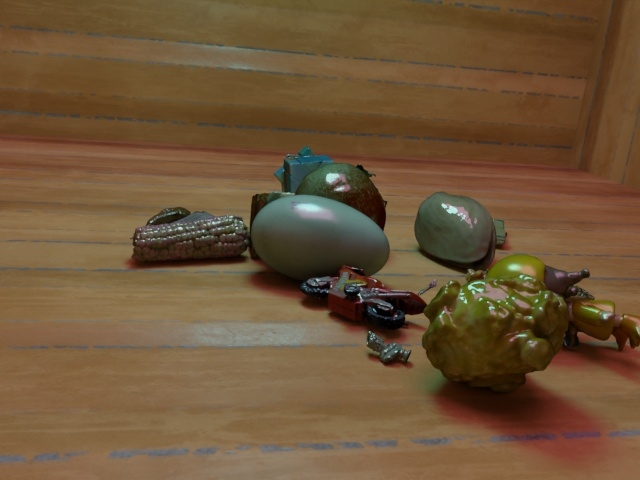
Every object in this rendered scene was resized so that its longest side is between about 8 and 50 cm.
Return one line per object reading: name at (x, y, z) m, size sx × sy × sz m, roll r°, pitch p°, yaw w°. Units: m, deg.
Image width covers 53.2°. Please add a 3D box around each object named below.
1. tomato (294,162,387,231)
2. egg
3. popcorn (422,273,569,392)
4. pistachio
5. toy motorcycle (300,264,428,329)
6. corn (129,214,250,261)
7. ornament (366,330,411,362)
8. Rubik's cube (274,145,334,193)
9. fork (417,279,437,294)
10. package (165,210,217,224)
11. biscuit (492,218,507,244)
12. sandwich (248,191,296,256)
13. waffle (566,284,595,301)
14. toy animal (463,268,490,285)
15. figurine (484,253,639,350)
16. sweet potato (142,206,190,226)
tomato at (0.047, -0.076, 1.936) m, size 0.303 × 0.304 × 0.239 m, roll 13°, pitch 34°, yaw 24°
egg at (0.000, 0.000, 1.692) m, size 0.370 × 0.230 × 0.230 m, roll 10°, pitch 17°, yaw 1°
popcorn at (0.340, 0.178, 1.213) m, size 0.250 × 0.235 × 0.241 m, roll -4°, pitch 10°, yaw 36°
pistachio at (0.423, -0.030, 1.992) m, size 0.226 × 0.208 × 0.332 m, roll -41°, pitch 45°, yaw -2°
toy motorcycle at (0.095, 0.132, 1.524) m, size 0.298 × 0.089 × 0.171 m, roll 20°, pitch 21°, yaw 39°
corn at (-0.360, 0.002, 1.784) m, size 0.335 × 0.127 × 0.126 m, roll -8°, pitch 21°, yaw -25°
ornament at (0.139, 0.225, 1.321) m, size 0.092 × 0.041 × 0.068 m, roll 13°, pitch 21°, yaw -8°
Rubik's cube at (-0.043, -0.253, 2.536) m, size 0.265 × 0.224 × 0.213 m, roll -5°, pitch 18°, yaw -13°
fork at (0.289, 0.129, 1.735) m, size 0.016 × 0.012 × 0.115 m, roll 11°, pitch 22°, yaw 31°
package at (-0.374, -0.035, 1.987) m, size 0.250 × 0.062 × 0.204 m, roll -12°, pitch 22°, yaw -35°
biscuit at (0.583, -0.033, 2.282) m, size 0.150 × 0.052 × 0.252 m, roll 5°, pitch 15°, yaw 11°
sandwich at (-0.140, -0.042, 1.850) m, size 0.108 × 0.186 × 0.220 m, roll 4°, pitch -4°, yaw -16°
waffle at (0.645, 0.151, 1.710) m, size 0.148 × 0.042 × 0.102 m, roll 1°, pitch 17°, yaw -15°
toy animal at (0.439, 0.113, 1.782) m, size 0.060 × 0.081 × 0.083 m, roll -19°, pitch -7°, yaw -39°
figurine at (0.539, 0.153, 1.460) m, size 0.343 × 0.215 × 0.187 m, roll 20°, pitch 65°, yaw 11°
sweet potato at (-0.498, -0.074, 2.083) m, size 0.068 × 0.060 × 0.206 m, roll -22°, pitch 5°, yaw 44°
